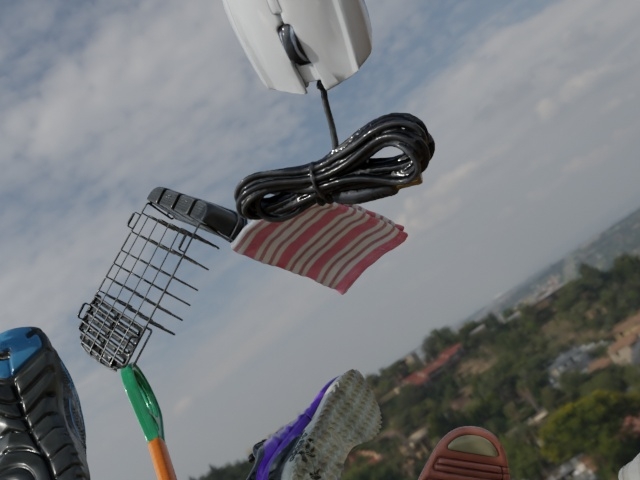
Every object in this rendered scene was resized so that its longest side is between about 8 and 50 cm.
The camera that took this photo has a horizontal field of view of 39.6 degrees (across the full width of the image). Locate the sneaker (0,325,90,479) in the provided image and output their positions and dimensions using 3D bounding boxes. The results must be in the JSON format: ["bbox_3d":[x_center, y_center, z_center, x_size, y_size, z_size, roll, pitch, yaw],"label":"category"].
[{"bbox_3d":[-0.301,0.258,0.992,0.125,0.340,0.139,-19,-39,2],"label":"sneaker"}]

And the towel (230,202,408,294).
[{"bbox_3d":[0.000,0.000,1.173,0.197,0.029,0.144,22,-50,-33],"label":"towel"}]

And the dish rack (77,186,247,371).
[{"bbox_3d":[-0.234,0.054,1.242,0.208,0.074,0.271,18,79,55],"label":"dish rack"}]

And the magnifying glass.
[{"bbox_3d":[-0.227,0.256,1.197,0.026,0.231,0.092,-28,-45,-5],"label":"magnifying glass"}]

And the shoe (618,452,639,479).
[{"bbox_3d":[0.321,0.182,0.649,0.219,0.076,0.058,14,-36,-14],"label":"shoe"}]

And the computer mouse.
[{"bbox_3d":[-0.015,-0.104,0.413,0.106,0.192,0.042,-8,14,31],"label":"computer mouse"}]

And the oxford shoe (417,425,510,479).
[{"bbox_3d":[0.170,0.428,1.207,0.146,0.141,0.396,-45,-34,-79],"label":"oxford shoe"}]

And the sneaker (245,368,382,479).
[{"bbox_3d":[-0.025,0.280,1.224,0.146,0.102,0.293,-25,9,31],"label":"sneaker"}]
